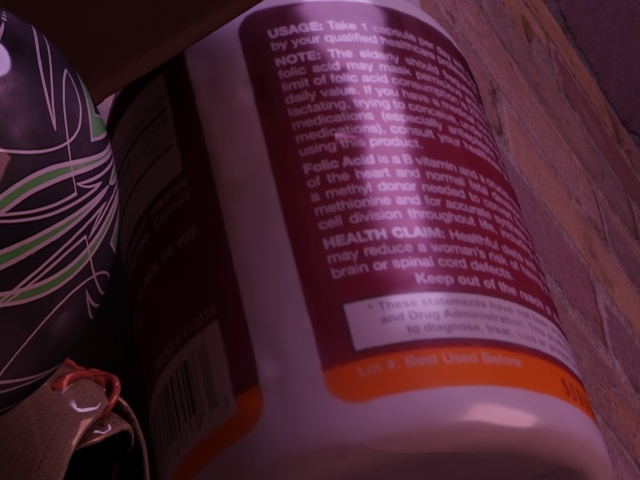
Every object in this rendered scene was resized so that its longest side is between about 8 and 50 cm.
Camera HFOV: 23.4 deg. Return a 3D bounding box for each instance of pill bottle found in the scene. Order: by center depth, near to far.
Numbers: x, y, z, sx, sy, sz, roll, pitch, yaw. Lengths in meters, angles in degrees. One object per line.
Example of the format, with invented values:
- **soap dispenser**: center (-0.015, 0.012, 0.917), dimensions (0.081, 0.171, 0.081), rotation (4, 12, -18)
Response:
- **pill bottle**: center (0.000, 0.000, 0.864), dimensions (0.224, 0.224, 0.392), rotation (40, 28, -48)

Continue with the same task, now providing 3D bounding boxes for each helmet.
- **helmet**: center (-0.146, -0.009, 0.505), dimensions (0.169, 0.161, 0.169), rotation (-10, 102, -53)

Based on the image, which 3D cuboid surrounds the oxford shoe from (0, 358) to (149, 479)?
- **oxford shoe**: center (-0.134, 0.066, 0.633), dimensions (0.123, 0.130, 0.348), rotation (7, 57, -67)

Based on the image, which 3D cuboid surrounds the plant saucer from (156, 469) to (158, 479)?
- **plant saucer**: center (-0.059, 0.153, 0.876), dimensions (0.119, 0.021, 0.119), rotation (50, 22, -30)

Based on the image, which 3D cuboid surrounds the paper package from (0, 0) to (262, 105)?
- **paper package**: center (-0.149, -0.229, 0.716), dimensions (0.325, 0.309, 0.168), rotation (58, 24, -11)
